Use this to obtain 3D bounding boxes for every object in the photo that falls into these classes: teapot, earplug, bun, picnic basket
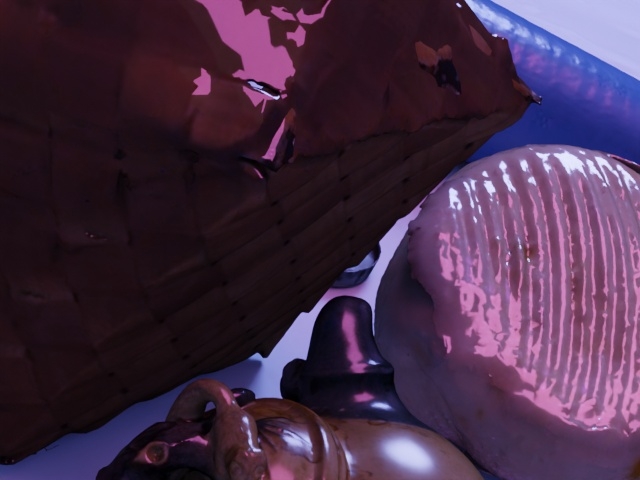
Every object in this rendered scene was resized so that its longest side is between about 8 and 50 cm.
[{"bbox_3d":[-0.023,0.143,0.569,0.182,0.173,0.269,49,53,-32],"label":"teapot"},{"bbox_3d":[0.198,-0.093,1.119,0.273,0.132,0.132,23,32,-6],"label":"earplug"},{"bbox_3d":[0.150,0.056,0.843,0.239,0.141,0.239,7,57,-10],"label":"bun"},{"bbox_3d":[-0.110,-0.100,0.717,0.337,0.337,0.293,40,34,25],"label":"picnic basket"}]

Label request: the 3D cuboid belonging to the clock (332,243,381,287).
[{"bbox_3d":[0.000,0.000,0.952,0.085,0.017,0.085,16,33,-11],"label":"clock"}]
